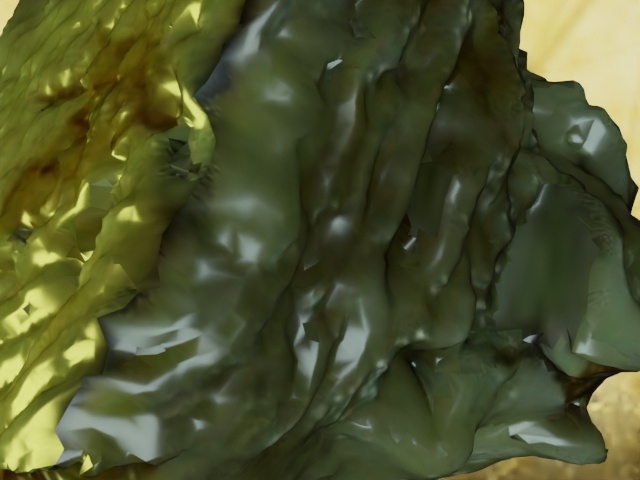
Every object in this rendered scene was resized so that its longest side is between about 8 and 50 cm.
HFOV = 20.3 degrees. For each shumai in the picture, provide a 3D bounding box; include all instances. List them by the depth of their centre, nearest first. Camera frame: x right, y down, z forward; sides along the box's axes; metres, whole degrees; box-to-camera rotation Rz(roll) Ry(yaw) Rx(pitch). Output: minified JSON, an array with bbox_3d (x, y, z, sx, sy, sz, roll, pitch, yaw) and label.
[{"bbox_3d":[-0.002,-0.001,0.598,0.218,0.189,0.256,25,82,-24],"label":"shumai"}]
